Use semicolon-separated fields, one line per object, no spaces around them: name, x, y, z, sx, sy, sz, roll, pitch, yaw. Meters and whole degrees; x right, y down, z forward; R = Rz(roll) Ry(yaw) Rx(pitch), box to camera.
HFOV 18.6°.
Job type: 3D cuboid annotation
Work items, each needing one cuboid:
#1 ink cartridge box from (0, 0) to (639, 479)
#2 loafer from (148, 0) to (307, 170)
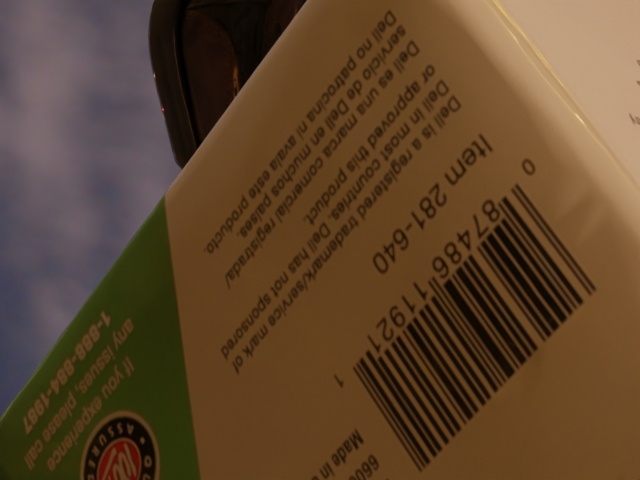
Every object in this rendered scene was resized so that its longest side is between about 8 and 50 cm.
ink cartridge box;0.067;0.091;0.447;0.201;0.117;0.278;-51;-121;31
loafer;0.000;0.000;1.015;0.095;0.109;0.302;-2;-66;42
